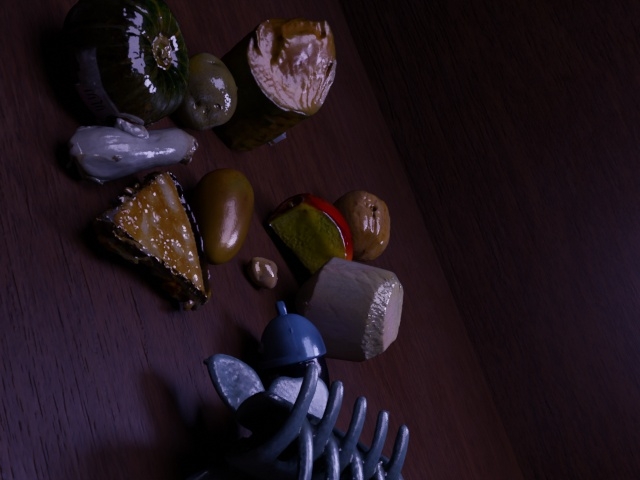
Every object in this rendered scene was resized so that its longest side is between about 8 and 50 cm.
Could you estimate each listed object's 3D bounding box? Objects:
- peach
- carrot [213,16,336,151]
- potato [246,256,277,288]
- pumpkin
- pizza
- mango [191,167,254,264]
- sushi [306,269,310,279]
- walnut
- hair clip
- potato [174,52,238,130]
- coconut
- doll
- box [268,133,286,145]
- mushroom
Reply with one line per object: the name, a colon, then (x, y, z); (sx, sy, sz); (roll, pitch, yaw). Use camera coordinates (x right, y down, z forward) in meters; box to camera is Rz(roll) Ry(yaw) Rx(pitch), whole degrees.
peach: (0.003, -0.005, 1.918); (0.267, 0.154, 0.158); (51, 17, -13)
carrot: (-0.126, -0.372, 1.819); (0.241, 0.341, 0.241); (31, 44, -35)
potato: (-0.127, 0.070, 1.667); (0.083, 0.062, 0.068); (21, 28, -36)
pumpkin: (-0.353, -0.323, 1.344); (0.260, 0.189, 0.260); (0, 90, -73)
pizza: (-0.273, 0.018, 1.292); (0.251, 0.074, 0.287); (62, 20, -10)
mango: (-0.201, -0.053, 1.524); (0.138, 0.113, 0.253); (57, 27, -36)
sushi: (-0.012, 0.121, 1.964); (0.120, 0.026, 0.126); (47, 20, -34)
walnut: (0.118, -0.042, 2.275); (0.195, 0.195, 0.221); (50, 25, -39)
hair clip: (-0.029, 0.338, 1.180); (0.318, 0.238, 0.392); (42, 49, -37)
potato: (-0.261, -0.335, 1.681); (0.157, 0.157, 0.194); (52, 10, -36)
coconut: (0.056, 0.161, 1.783); (0.239, 0.244, 0.239); (8, 90, -72)
doll: (-0.050, 0.274, 1.495); (0.177, 0.141, 0.314); (143, -64, -77)
box: (-0.171, -0.345, 2.054); (0.218, 0.055, 0.039); (48, 23, -44)
mushroom: (-0.313, -0.153, 1.294); (0.278, 0.096, 0.099); (-16, 90, -52)
